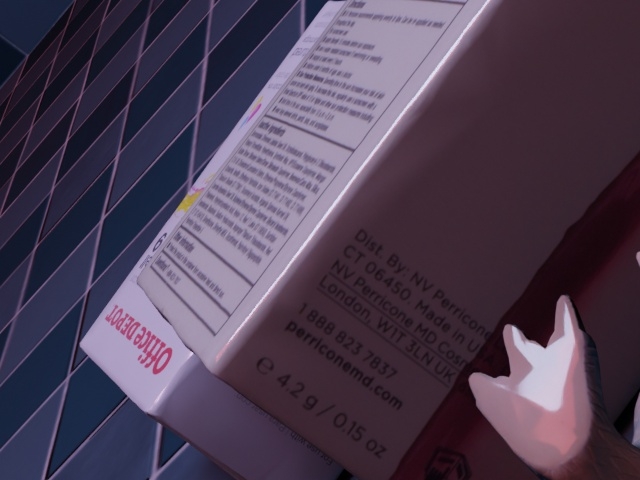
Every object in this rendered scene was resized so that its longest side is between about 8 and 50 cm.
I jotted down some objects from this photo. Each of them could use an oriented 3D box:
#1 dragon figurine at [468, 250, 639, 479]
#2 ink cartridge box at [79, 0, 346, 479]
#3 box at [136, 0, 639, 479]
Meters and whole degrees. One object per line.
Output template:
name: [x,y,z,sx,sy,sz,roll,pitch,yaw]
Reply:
dragon figurine: [0.112,0.083,0.306,0.085,0.144,0.289,-41,41,27]
ink cartridge box: [0.000,0.000,0.723,0.212,0.093,0.154,-56,19,-4]
box: [0.061,-0.028,0.569,0.232,0.127,0.148,-53,18,-1]
